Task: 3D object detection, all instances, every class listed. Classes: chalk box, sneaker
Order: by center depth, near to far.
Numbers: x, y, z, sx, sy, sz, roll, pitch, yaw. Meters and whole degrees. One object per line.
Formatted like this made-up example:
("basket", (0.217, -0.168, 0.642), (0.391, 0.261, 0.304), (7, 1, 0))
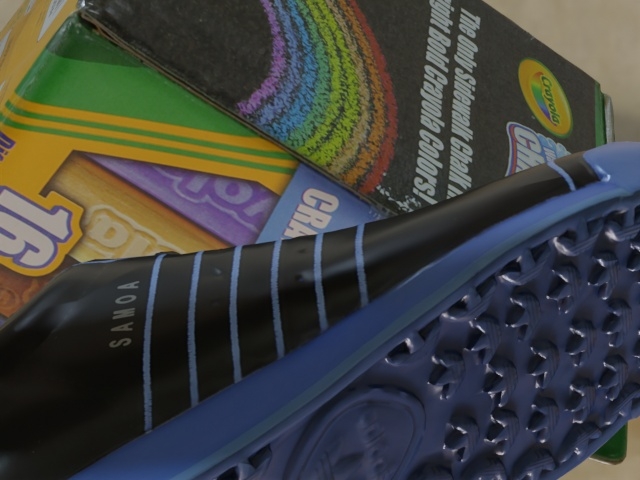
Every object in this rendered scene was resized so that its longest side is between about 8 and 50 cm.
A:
("sneaker", (-0.009, 0.027, 0.407), (0.090, 0.232, 0.081), (39, 145, 43))
("chalk box", (0.000, 0.000, 0.704), (0.179, 0.289, 0.180), (-45, 20, 34))
